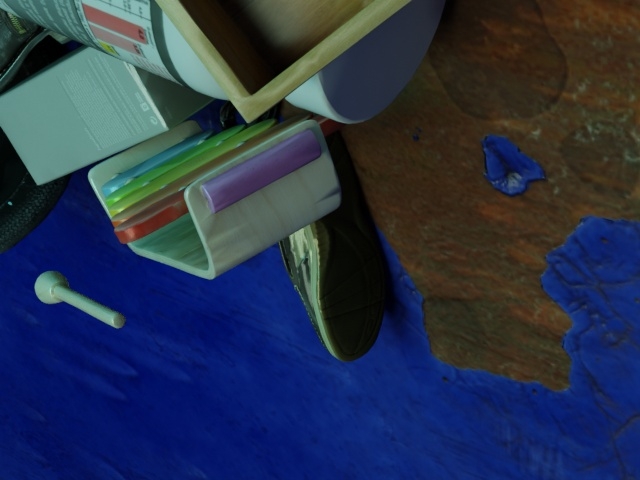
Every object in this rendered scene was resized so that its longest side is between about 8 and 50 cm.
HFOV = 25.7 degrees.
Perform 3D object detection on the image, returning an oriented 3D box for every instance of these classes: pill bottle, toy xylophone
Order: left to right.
[{"bbox_3d":[-0.113,-0.026,1.126,0.323,0.236,0.081,2,120,60],"label":"toy xylophone"},{"bbox_3d":[-0.101,-0.227,1.048,0.363,0.210,0.210,25,136,26],"label":"pill bottle"}]

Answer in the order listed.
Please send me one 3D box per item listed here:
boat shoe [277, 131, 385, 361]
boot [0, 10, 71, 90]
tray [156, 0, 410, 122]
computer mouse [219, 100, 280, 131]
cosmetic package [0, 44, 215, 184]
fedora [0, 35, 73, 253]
[{"bbox_3d":[-0.001,0.000,1.258,0.073,0.080,0.223,13,123,49],"label":"boat shoe"},{"bbox_3d":[-0.332,-0.244,1.246,0.263,0.091,0.229,-28,138,22],"label":"boot"},{"bbox_3d":[0.060,-0.271,0.809,0.411,0.076,0.203,-35,95,22],"label":"tray"},{"bbox_3d":[-0.084,-0.056,1.318,0.071,0.041,0.242,36,140,18],"label":"computer mouse"},{"bbox_3d":[-0.185,-0.140,1.279,0.238,0.127,0.107,-13,112,47],"label":"cosmetic package"},{"bbox_3d":[-0.402,-0.129,1.448,0.334,0.334,0.152,49,176,0],"label":"fedora"}]
